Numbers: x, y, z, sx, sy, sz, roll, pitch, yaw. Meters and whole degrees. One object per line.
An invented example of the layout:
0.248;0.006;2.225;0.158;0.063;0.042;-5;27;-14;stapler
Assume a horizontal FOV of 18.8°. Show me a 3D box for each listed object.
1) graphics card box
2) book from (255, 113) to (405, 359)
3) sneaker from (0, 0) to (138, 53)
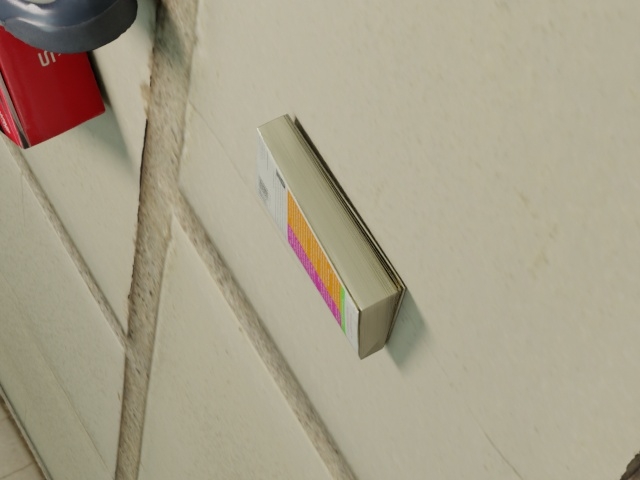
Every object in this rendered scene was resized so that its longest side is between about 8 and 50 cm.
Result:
-0.328;-0.244;1.756;0.371;0.094;0.233;32;144;57;graphics card box
0.000;0.000;1.270;0.144;0.035;0.096;58;164;19;book
-0.243;-0.270;1.451;0.319;0.112;0.131;50;161;33;sneaker
